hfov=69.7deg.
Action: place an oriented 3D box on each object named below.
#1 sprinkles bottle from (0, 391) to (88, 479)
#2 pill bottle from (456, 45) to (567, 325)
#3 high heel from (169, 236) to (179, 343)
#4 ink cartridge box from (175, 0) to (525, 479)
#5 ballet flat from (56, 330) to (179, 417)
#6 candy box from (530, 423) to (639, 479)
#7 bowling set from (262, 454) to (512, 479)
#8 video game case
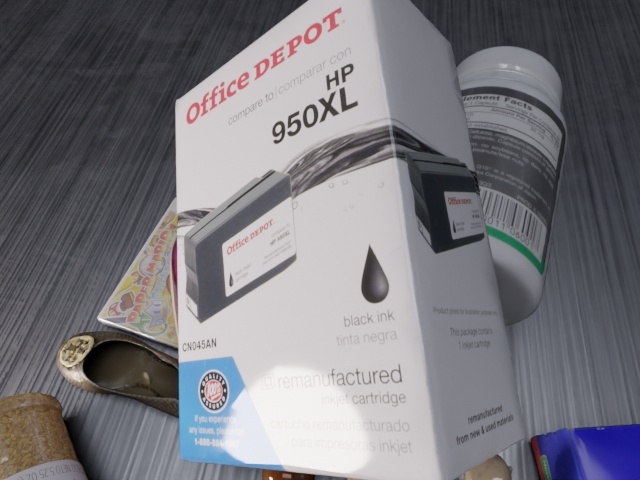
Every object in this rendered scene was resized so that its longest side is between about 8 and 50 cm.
[{"bbox_3d":[-0.264,0.327,0.445,0.121,0.121,0.355,-33,61,-16],"label":"sprinkles bottle"},{"bbox_3d":[0.216,-0.084,0.628,0.204,0.204,0.361,17,60,14],"label":"pill bottle"},{"bbox_3d":[-0.095,0.004,0.614,0.181,0.127,0.378,-5,60,-5],"label":"high heel"},{"bbox_3d":[0.000,0.000,0.461,0.285,0.166,0.396,-17,71,37],"label":"ink cartridge box"},{"bbox_3d":[-0.230,0.168,0.582,0.249,0.058,0.084,17,60,14],"label":"ballet flat"},{"bbox_3d":[0.398,0.304,0.413,0.316,0.122,0.269,-3,60,1],"label":"candy box"},{"bbox_3d":[0.044,0.289,0.458,0.287,0.154,0.199,-39,44,-18],"label":"bowling set"},{"bbox_3d":[-0.176,0.049,0.675,0.206,0.026,0.227,15,60,13],"label":"video game case"}]
